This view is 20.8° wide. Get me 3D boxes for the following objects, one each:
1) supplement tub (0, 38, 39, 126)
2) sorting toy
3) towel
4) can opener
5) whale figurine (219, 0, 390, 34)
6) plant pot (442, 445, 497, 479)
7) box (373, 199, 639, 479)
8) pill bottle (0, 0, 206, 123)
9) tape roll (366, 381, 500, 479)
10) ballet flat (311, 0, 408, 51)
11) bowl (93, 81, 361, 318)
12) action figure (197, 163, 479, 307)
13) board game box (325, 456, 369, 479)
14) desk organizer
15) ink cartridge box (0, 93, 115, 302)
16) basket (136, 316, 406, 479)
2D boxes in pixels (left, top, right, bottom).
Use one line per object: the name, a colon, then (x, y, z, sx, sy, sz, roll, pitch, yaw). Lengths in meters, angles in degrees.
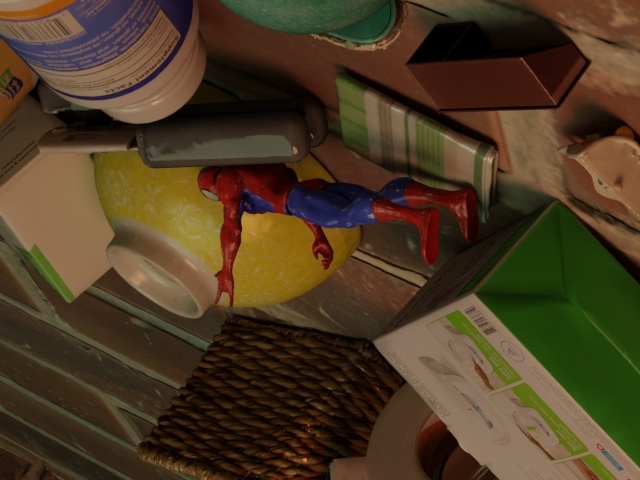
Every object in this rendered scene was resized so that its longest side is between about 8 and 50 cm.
supplement tub: (-0.400, -0.156, 1.581, 0.241, 0.331, 0.241, 30, 160, 12)
sorting toy: (0.212, -0.053, 1.299, 0.083, 0.045, 0.075, 42, 166, -20)
towel: (0.082, -0.081, 1.465, 0.152, 0.023, 0.113, 30, 157, 18)
can opener: (-0.135, -0.116, 1.558, 0.283, 0.076, 0.095, -1, 112, 27)
whale figurine: (-0.053, -0.247, 1.123, 0.272, 0.141, 0.216, 45, 156, -15)
plant pot: (0.266, 0.376, 1.845, 0.280, 0.323, 0.323, 27, 165, -27)
box: (0.206, 0.124, 1.510, 0.262, 0.127, 0.231, 46, 157, -3)
pill bottle: (-0.187, -0.198, 1.396, 0.152, 0.152, 0.272, 25, 170, 23)
tape roll: (0.159, 0.213, 1.711, 0.219, 0.219, 0.072, 18, 152, 38)
ballet flat: (-0.031, -0.215, 1.278, 0.241, 0.091, 0.077, 34, -170, 14)
bowl: (-0.121, -0.017, 1.718, 0.289, 0.156, 0.289, 30, 158, 13)
action figure: (0.000, 0.000, 1.524, 0.280, 0.091, 0.139, 16, 116, 36)
board game box: (0.033, 0.369, 1.857, 0.053, 0.193, 0.305, -4, 156, -6)
desk organizer: (0.126, -0.126, 1.256, 0.130, 0.047, 0.050, 4, 141, 54)
ink cartridge box: (-0.341, -0.087, 1.866, 0.273, 0.115, 0.198, 38, 165, 38)
basket: (-0.031, 0.248, 2.076, 0.299, 0.223, 0.213, 6, 146, 50)
